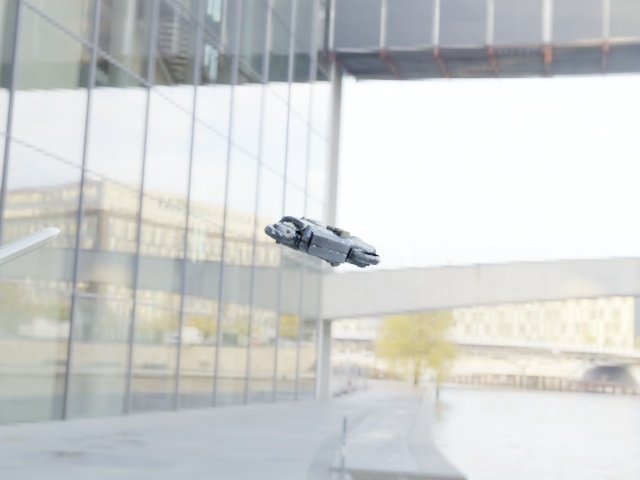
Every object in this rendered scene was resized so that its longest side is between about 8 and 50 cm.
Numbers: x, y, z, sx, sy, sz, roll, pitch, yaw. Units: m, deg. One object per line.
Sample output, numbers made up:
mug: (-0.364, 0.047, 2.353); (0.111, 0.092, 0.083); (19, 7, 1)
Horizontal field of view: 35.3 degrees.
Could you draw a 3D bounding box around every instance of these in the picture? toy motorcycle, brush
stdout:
toy motorcycle: (0.000, 0.000, 1.582); (0.194, 0.061, 0.124); (15, 10, -13)
brush: (-0.416, 0.026, 1.243); (0.042, 0.039, 0.299); (19, 24, 16)
